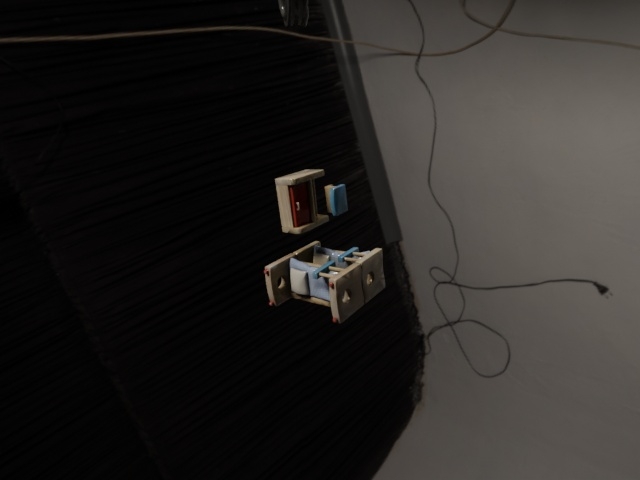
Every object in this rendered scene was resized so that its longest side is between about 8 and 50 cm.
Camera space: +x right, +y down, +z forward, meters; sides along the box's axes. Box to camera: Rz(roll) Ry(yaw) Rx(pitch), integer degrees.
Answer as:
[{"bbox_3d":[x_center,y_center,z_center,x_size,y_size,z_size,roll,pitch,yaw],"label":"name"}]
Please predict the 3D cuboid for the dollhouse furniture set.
[{"bbox_3d":[0.000,0.000,0.606,0.129,0.129,0.183,7,112,36],"label":"dollhouse furniture set"}]

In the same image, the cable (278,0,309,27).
[{"bbox_3d":[-0.025,-0.353,0.371,0.139,0.072,0.287,-130,23,-62],"label":"cable"}]
